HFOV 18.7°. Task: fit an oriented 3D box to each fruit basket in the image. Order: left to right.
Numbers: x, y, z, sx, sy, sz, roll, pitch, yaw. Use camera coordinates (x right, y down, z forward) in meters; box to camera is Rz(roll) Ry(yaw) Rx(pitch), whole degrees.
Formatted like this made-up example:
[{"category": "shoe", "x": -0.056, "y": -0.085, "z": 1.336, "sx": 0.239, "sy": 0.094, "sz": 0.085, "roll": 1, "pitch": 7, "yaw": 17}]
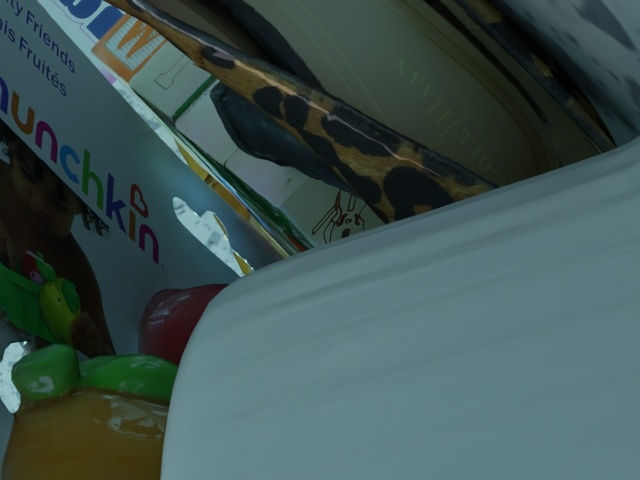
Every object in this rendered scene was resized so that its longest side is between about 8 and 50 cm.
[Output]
[{"category": "fruit basket", "x": -0.029, "y": 0.105, "z": 0.688, "sx": 0.327, "sy": 0.165, "sz": 0.353, "roll": 49, "pitch": -147, "yaw": -41}]

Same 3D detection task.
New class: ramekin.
[{"category": "ramekin", "x": 0.063, "y": 0.115, "z": 0.439, "sx": 0.277, "sy": 0.135, "sz": 0.277, "roll": -13, "pitch": -90, "yaw": -82}]

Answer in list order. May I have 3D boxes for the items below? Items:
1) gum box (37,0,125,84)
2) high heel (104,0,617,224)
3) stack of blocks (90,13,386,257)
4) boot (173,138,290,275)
[{"category": "gum box", "x": -0.158, "y": -0.171, "z": 1.023, "sx": 0.188, "sy": 0.107, "sz": 0.062, "roll": 45, "pitch": 177, "yaw": -18}, {"category": "high heel", "x": -0.013, "y": -0.090, "z": 0.535, "sx": 0.186, "sy": 0.093, "sz": 0.261, "roll": 24, "pitch": 160, "yaw": 48}, {"category": "stack of blocks", "x": 0.047, "y": -0.001, "z": 0.740, "sx": 0.171, "sy": 0.087, "sz": 0.297, "roll": 47, "pitch": 176, "yaw": -39}, {"category": "boot", "x": -0.001, "y": 0.000, "z": 1.188, "sx": 0.295, "sy": 0.104, "sz": 0.211, "roll": 57, "pitch": 175, "yaw": 27}]
